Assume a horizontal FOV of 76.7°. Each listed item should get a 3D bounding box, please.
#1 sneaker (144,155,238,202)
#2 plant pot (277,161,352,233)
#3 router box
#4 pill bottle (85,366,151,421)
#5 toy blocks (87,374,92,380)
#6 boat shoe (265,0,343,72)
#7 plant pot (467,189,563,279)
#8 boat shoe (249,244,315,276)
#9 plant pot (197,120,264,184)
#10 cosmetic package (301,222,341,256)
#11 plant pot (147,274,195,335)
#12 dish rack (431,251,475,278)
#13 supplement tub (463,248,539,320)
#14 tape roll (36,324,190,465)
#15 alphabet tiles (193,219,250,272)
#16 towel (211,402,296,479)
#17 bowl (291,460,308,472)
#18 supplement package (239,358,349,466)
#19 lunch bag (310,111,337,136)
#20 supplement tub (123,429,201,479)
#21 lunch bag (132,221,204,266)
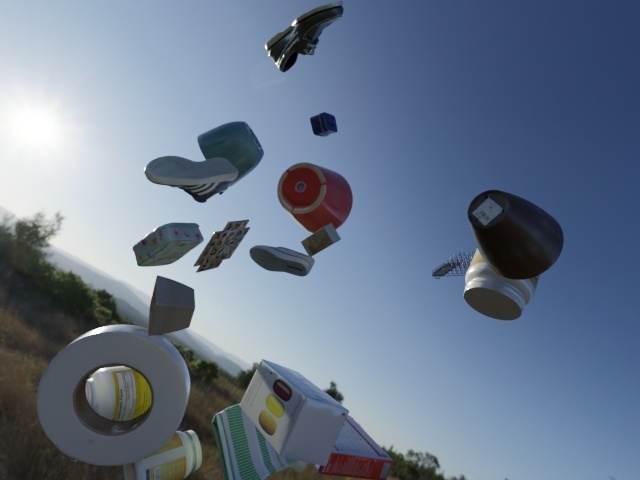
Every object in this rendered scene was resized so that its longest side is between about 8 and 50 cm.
[{"bbox_3d":[-0.437,-0.192,1.368,0.131,0.148,0.350,49,32,20],"label":"sneaker"},{"bbox_3d":[-0.033,-0.175,1.566,0.275,0.275,0.243,25,1,21],"label":"plant pot"},{"bbox_3d":[0.062,0.775,1.570,0.301,0.082,0.335,23,-3,-26],"label":"router box"},{"bbox_3d":[-0.645,0.511,1.338,0.334,0.188,0.188,9,2,-45],"label":"pill bottle"},{"bbox_3d":[-0.819,0.722,1.726,0.381,0.191,0.261,29,-22,6],"label":"toy blocks"},{"bbox_3d":[-0.039,-0.580,1.163,0.319,0.116,0.099,-3,-65,50],"label":"boat shoe"},{"bbox_3d":[0.491,-0.034,1.074,0.230,0.215,0.215,29,-13,-39],"label":"plant pot"},{"bbox_3d":[-0.127,0.063,1.355,0.226,0.076,0.083,20,-59,18],"label":"boat shoe"},{"bbox_3d":[-0.423,-0.450,2.005,0.293,0.235,0.293,60,6,-11],"label":"plant pot"},{"bbox_3d":[0.000,0.000,1.212,0.115,0.041,0.060,-34,-93,43],"label":"cosmetic package"},{"bbox_3d":[-0.370,0.165,1.010,0.096,0.109,0.109,10,30,-25],"label":"plant pot"},{"bbox_3d":[0.626,0.101,1.769,0.271,0.208,0.074,-9,-81,49],"label":"dish rack"},{"bbox_3d":[0.655,0.099,1.436,0.228,0.316,0.228,26,-26,14],"label":"supplement tub"},{"bbox_3d":[-0.569,0.433,1.133,0.392,0.392,0.072,36,0,-11],"label":"tape roll"},{"bbox_3d":[-0.499,0.028,2.067,0.011,0.342,0.285,44,22,15],"label":"alphabet tiles"},{"bbox_3d":[-0.205,0.642,1.306,0.038,0.248,0.325,-29,-21,23],"label":"towel"},{"bbox_3d":[-0.091,0.862,1.677,0.142,0.142,0.053,41,-58,3],"label":"bowl"},{"bbox_3d":[-0.071,0.407,0.980,0.134,0.139,0.244,31,-12,-30],"label":"supplement package"},{"bbox_3d":[0.014,-0.395,1.373,0.065,0.067,0.098,-13,1,30],"label":"lunch bag"},{"bbox_3d":[-0.489,0.684,1.258,0.199,0.144,0.144,1,6,-42],"label":"supplement tub"},{"bbox_3d":[-0.662,0.018,1.767,0.224,0.279,0.108,-8,72,-61],"label":"lunch bag"}]
